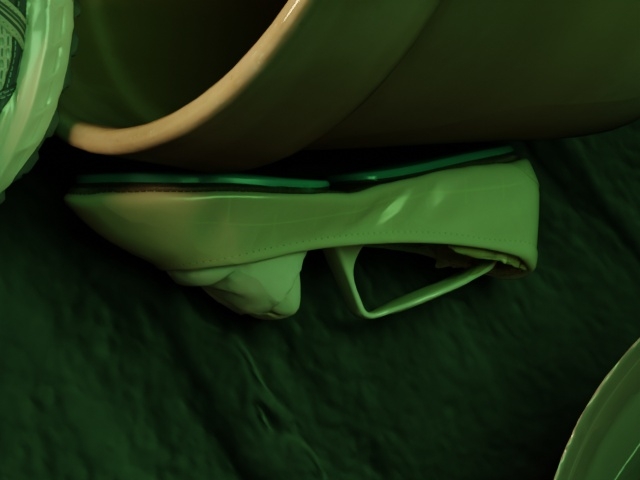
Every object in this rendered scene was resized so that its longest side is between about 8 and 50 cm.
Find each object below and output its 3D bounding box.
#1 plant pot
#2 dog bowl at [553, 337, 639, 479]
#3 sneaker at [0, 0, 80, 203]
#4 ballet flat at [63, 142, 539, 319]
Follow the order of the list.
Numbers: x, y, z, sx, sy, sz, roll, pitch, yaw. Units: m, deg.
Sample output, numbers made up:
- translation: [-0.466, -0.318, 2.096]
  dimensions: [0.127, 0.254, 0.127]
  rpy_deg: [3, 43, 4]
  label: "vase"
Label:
- translation: [0.041, -0.171, 0.875]
  dimensions: [0.280, 0.323, 0.323]
  rpy_deg: [12, 63, -38]
  label: "plant pot"
- translation: [0.272, 0.172, 0.846]
  dimensions: [0.349, 0.102, 0.348]
  rpy_deg: [-2, 74, 7]
  label: "dog bowl"
- translation: [-0.171, -0.142, 0.802]
  dimensions: [0.122, 0.110, 0.283]
  rpy_deg: [9, 93, -42]
  label: "sneaker"
- translation: [0.000, 0.000, 0.894]
  dimensions: [0.248, 0.086, 0.086]
  rpy_deg: [-5, 71, -27]
  label: "ballet flat"
